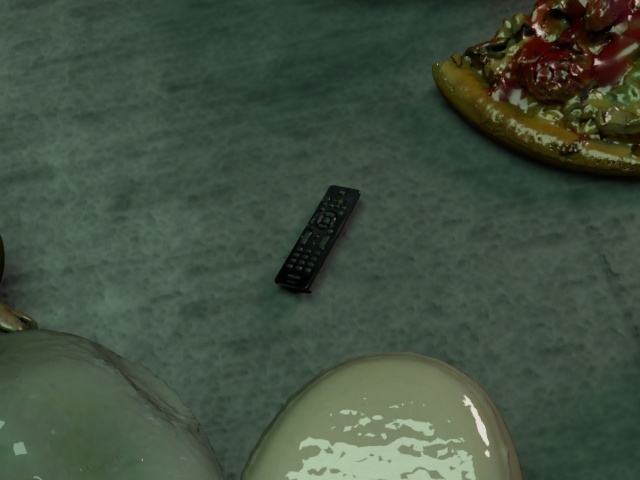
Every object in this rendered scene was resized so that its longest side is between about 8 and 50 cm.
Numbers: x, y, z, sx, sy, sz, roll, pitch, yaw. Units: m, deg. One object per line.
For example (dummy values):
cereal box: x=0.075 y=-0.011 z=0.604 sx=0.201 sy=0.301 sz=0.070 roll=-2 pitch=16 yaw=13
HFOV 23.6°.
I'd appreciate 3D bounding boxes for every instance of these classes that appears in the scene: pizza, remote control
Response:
pizza: x=0.192 y=-0.143 z=1.139 sx=0.201 sy=0.053 sz=0.193 roll=15 pitch=64 yaw=21
remote control: x=0.000 y=0.000 z=1.118 sx=0.034 sy=0.016 sz=0.091 roll=12 pitch=61 yaw=36

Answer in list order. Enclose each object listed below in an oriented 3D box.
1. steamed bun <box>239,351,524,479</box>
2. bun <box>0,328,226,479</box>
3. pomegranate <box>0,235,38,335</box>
steamed bun: x=0.035 y=0.182 z=0.932 sx=0.177 sy=0.130 sz=0.228 roll=7 pitch=61 yaw=14
bun: x=-0.209 y=0.202 z=0.886 sx=0.354 sy=0.194 sz=0.354 roll=-24 pitch=48 yaw=29
pomegranate: x=-0.267 y=0.032 z=1.108 sx=0.142 sy=0.114 sz=0.114 roll=42 pitch=74 yaw=5
